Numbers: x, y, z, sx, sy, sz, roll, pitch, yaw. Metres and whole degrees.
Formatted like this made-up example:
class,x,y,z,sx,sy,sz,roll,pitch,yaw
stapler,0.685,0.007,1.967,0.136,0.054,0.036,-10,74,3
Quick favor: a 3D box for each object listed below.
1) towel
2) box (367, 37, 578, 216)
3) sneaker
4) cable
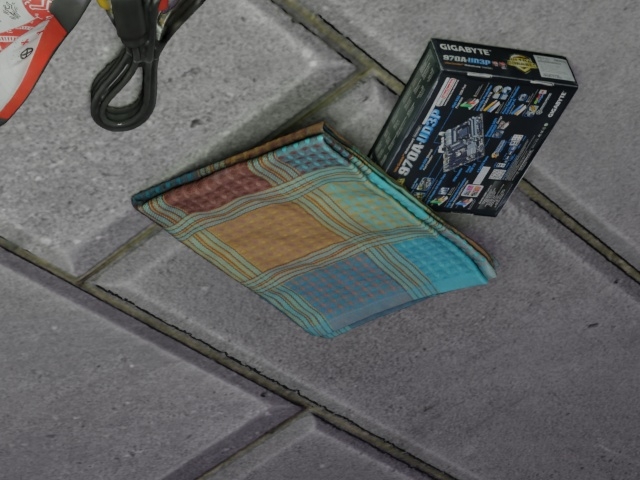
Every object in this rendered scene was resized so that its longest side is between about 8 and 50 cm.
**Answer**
class,x,y,z,sx,sy,sz,roll,pitch,yaw
towel,0.000,0.000,1.972,0.271,0.040,0.370,-20,144,29
box,0.162,-0.120,1.922,0.175,0.051,0.220,4,137,-24
sneaker,-0.311,-0.217,1.618,0.145,0.090,0.270,31,145,-13
cable,-0.175,-0.216,1.696,0.139,0.072,0.287,-8,151,-7
